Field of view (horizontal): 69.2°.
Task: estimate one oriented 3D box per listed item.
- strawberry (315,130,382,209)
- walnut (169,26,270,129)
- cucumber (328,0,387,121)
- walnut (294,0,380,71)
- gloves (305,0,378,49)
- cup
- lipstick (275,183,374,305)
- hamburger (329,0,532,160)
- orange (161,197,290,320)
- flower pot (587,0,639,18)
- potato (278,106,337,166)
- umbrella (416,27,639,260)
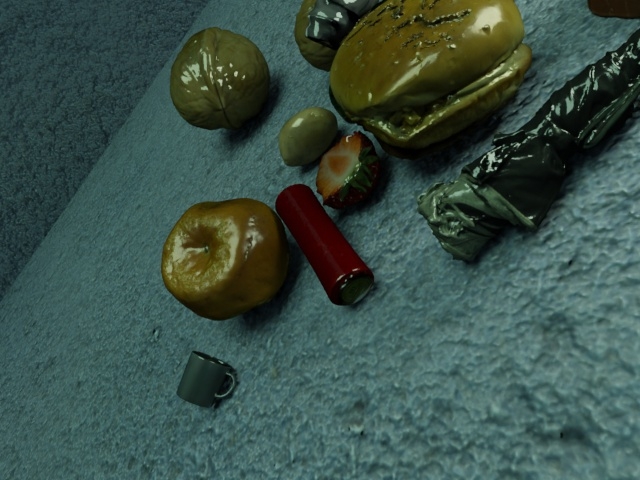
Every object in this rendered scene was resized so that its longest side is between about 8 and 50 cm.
[{"bbox_3d":[0.048,-0.124,0.856,0.147,0.082,0.187,-51,30,5],"label":"strawberry"},{"bbox_3d":[-0.286,-0.454,1.334,0.252,0.276,0.313,117,151,-42],"label":"walnut"},{"bbox_3d":[0.131,-0.397,0.947,0.325,0.145,0.105,-48,6,12],"label":"cucumber"},{"bbox_3d":[0.047,-0.491,1.072,0.213,0.213,0.213,-28,43,29],"label":"walnut"},{"bbox_3d":[0.070,-0.507,0.920,0.286,0.142,0.119,-66,9,-6],"label":"gloves"},{"bbox_3d":[-0.198,0.251,0.822,0.100,0.078,0.077,18,78,20],"label":"cup"},{"bbox_3d":[0.000,0.000,0.769,0.080,0.080,0.241,-44,49,11],"label":"lipstick"},{"bbox_3d":[0.165,-0.286,0.759,0.284,0.174,0.304,-39,37,2],"label":"hamburger"},{"bbox_3d":[-0.165,0.029,0.875,0.248,0.183,0.249,-11,66,25],"label":"orange"},{"bbox_3d":[0.438,-0.433,0.618,0.190,0.173,0.191,-26,44,28],"label":"flower pot"},{"bbox_3d":[-0.028,-0.226,1.003,0.147,0.112,0.112,-34,40,18],"label":"potato"},{"bbox_3d":[0.280,-0.118,0.577,0.357,0.113,0.106,-43,16,12],"label":"umbrella"}]
